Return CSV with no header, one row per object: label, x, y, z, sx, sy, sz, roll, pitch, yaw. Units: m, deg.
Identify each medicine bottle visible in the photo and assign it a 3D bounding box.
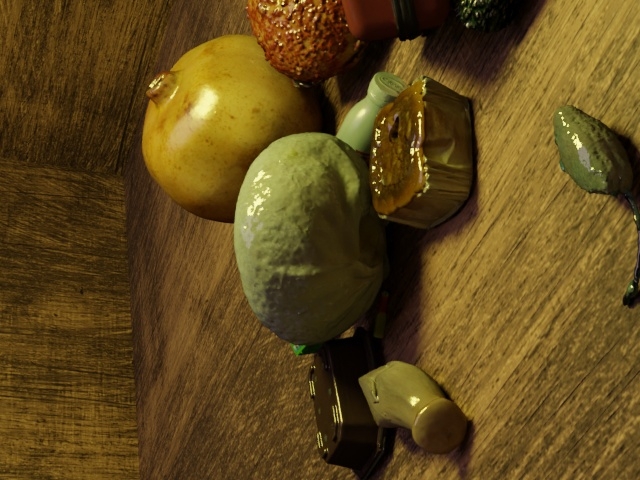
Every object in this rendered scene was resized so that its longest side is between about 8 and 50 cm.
medicine bottle,0.084,-0.200,1.831,0.217,0.090,0.090,119,151,-42

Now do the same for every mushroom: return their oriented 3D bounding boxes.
mushroom,0.133,0.244,1.547,0.108,0.096,0.247,-58,23,-8

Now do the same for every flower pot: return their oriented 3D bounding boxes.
flower pot,0.038,0.280,1.771,0.179,0.084,0.251,114,155,-47

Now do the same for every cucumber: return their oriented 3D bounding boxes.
cucumber,0.276,-0.445,1.359,0.359,0.096,0.096,110,157,-46

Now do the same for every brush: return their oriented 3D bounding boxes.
brush,0.105,0.126,1.761,0.021,0.019,0.083,-147,65,-78

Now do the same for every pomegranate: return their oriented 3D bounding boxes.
pomegranate,-0.193,-0.243,2.153,0.416,0.416,0.417,-172,90,-69

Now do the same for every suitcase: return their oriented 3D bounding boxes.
suitcase,0.106,-0.425,1.582,0.297,0.161,0.236,-66,-36,-78

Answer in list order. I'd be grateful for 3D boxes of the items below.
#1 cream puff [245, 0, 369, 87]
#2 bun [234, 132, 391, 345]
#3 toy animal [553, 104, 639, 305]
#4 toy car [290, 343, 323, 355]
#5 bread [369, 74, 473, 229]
cream puff,-0.017,-0.477,1.955,0.350,0.228,0.350,-37,40,40
bun,0.000,0.000,1.713,0.362,0.211,0.362,1,-90,-69
toy animal,0.336,-0.057,1.184,0.079,0.070,0.253,62,-171,-63
toy car,-0.006,0.166,1.970,0.165,0.071,0.062,-53,50,52
bread,0.152,-0.136,1.605,0.192,0.110,0.210,146,128,-61
